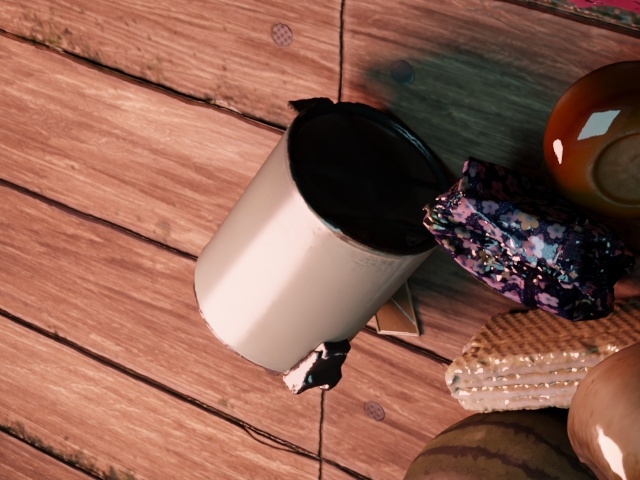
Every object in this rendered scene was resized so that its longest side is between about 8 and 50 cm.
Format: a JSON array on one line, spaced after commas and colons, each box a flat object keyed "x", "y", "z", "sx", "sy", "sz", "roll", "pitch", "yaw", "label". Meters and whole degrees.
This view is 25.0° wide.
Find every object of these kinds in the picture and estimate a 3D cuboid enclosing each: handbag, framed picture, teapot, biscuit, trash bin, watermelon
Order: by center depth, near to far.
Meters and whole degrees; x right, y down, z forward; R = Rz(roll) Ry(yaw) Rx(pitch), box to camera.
[{"x": 0.326, "y": -0.124, "z": 1.452, "sx": 0.252, "sy": 0.135, "sz": 0.178, "roll": -37, "pitch": 126, "yaw": 26, "label": "teapot"}, {"x": 0.231, "y": 0.007, "z": 1.543, "sx": 0.208, "sy": 0.228, "sz": 0.127, "roll": 34, "pitch": 93, "yaw": 20, "label": "handbag"}, {"x": 0.338, "y": 0.121, "z": 1.569, "sx": 0.426, "sy": 0.144, "sz": 0.078, "roll": -9, "pitch": 111, "yaw": 41, "label": "biscuit"}, {"x": 0.234, "y": 0.328, "z": 1.672, "sx": 0.359, "sy": 0.279, "sz": 0.279, "roll": -15, "pitch": 106, "yaw": 52, "label": "watermelon"}, {"x": 0.000, "y": 0.000, "z": 1.696, "sx": 0.262, "sy": 0.217, "sz": 0.277, "roll": -50, "pitch": 57, "yaw": 43, "label": "trash bin"}, {"x": 0.090, "y": 0.081, "z": 1.820, "sx": 0.066, "sy": 0.006, "sz": 0.089, "roll": 1, "pitch": 117, "yaw": 36, "label": "framed picture"}]

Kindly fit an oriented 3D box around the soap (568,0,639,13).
[{"x": 0.286, "y": -0.288, "z": 1.287, "sx": 0.099, "sy": 0.250, "sz": 0.162, "roll": 14, "pitch": 122, "yaw": 28, "label": "soap"}]

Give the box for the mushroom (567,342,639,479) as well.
[{"x": 0.353, "y": 0.270, "z": 1.324, "sx": 0.294, "sy": 0.362, "sz": 0.362, "roll": -37, "pitch": 92, "yaw": 1, "label": "mushroom"}]
